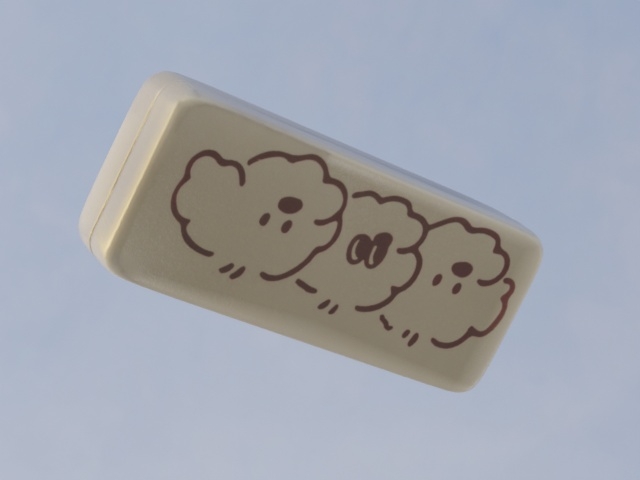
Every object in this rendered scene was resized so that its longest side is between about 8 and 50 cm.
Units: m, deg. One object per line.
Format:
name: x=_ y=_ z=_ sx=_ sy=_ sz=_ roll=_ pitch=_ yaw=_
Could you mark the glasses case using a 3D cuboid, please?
glasses case: x=0.000 y=0.000 z=1.251 sx=0.336 sy=0.076 sz=0.144 roll=20 pitch=-79 yaw=-32
